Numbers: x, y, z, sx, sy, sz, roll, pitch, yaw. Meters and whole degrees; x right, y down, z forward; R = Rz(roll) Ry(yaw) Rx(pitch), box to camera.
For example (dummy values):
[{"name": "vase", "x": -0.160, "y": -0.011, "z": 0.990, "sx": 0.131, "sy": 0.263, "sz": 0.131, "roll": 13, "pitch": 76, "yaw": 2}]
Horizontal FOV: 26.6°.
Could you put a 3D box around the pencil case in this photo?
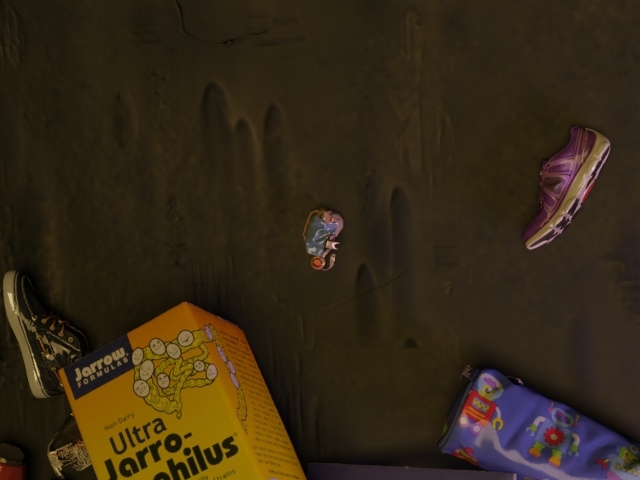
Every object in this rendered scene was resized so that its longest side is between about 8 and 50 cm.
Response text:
[{"name": "pencil case", "x": 0.301, "y": 0.264, "z": 1.712, "sx": 0.306, "sy": 0.119, "sz": 0.133, "roll": 24, "pitch": 61, "yaw": 7}]

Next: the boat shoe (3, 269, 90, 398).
[{"name": "boat shoe", "x": -0.366, "y": 0.120, "z": 1.836, "sx": 0.083, "sy": 0.065, "sz": 0.183, "roll": -13, "pitch": 101, "yaw": 9}]

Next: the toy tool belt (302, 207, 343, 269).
[{"name": "toy tool belt", "x": 0.000, "y": 0.000, "z": 1.764, "sx": 0.052, "sy": 0.051, "sz": 0.083, "roll": 14, "pitch": 99, "yaw": 8}]

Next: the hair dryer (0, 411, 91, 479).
[{"name": "hair dryer", "x": -0.391, "y": 0.376, "z": 1.857, "sx": 0.293, "sy": 0.080, "sz": 0.223, "roll": -25, "pitch": 93, "yaw": 12}]

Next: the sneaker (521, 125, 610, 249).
[{"name": "sneaker", "x": 0.300, "y": -0.066, "z": 1.712, "sx": 0.071, "sy": 0.068, "sz": 0.170, "roll": 31, "pitch": 92, "yaw": 20}]

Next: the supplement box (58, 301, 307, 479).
[{"name": "supplement box", "x": -0.148, "y": 0.287, "z": 1.689, "sx": 0.194, "sy": 0.195, "sz": 0.356, "roll": -29, "pitch": 70, "yaw": 9}]

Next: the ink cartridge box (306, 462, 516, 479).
[{"name": "ink cartridge box", "x": 0.097, "y": 0.441, "z": 1.700, "sx": 0.304, "sy": 0.072, "sz": 0.307, "roll": -3, "pitch": 86, "yaw": 30}]
